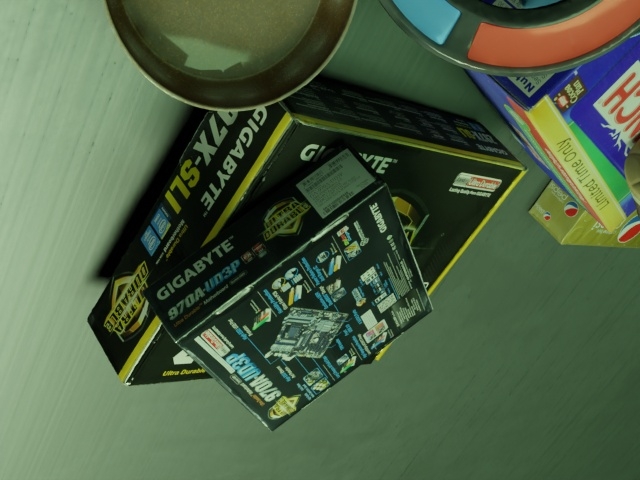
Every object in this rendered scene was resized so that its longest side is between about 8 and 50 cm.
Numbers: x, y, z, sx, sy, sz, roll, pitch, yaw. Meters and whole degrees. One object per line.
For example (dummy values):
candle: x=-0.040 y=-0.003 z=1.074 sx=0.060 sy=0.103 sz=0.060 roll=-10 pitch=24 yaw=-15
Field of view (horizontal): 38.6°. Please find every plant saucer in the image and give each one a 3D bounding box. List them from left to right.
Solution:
plant saucer: x=-0.055 y=-0.164 z=0.557 sx=0.168 sy=0.029 sz=0.168 roll=-10 pitch=113 yaw=-25

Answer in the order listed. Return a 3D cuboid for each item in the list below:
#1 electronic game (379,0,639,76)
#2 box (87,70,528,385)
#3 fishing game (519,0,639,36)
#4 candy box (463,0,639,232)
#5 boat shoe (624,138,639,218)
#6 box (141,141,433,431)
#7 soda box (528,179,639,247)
electronic game: x=0.133 y=-0.220 z=0.585 sx=0.229 sy=0.048 sz=0.229 roll=0 pitch=109 yaw=1
box: x=0.000 y=0.000 z=0.769 sx=0.322 sy=0.079 sz=0.257 roll=5 pitch=129 yaw=-50
fishing game: x=0.202 y=-0.229 z=0.625 sx=0.189 sy=0.041 sz=0.264 roll=-40 pitch=109 yaw=5
candy box: x=0.301 y=-0.192 z=0.796 sx=0.317 sy=0.122 sz=0.268 roll=-43 pitch=145 yaw=10
boat shoe: x=0.393 y=-0.101 z=0.793 sx=0.285 sy=0.103 sz=0.092 roll=-33 pitch=151 yaw=-1
box: x=-0.011 y=0.047 z=0.693 sx=0.175 sy=0.051 sz=0.220 roll=-37 pitch=149 yaw=-4
soda box: x=0.323 y=-0.033 z=1.047 sx=0.181 sy=0.058 sz=0.061 roll=3 pitch=129 yaw=-42
